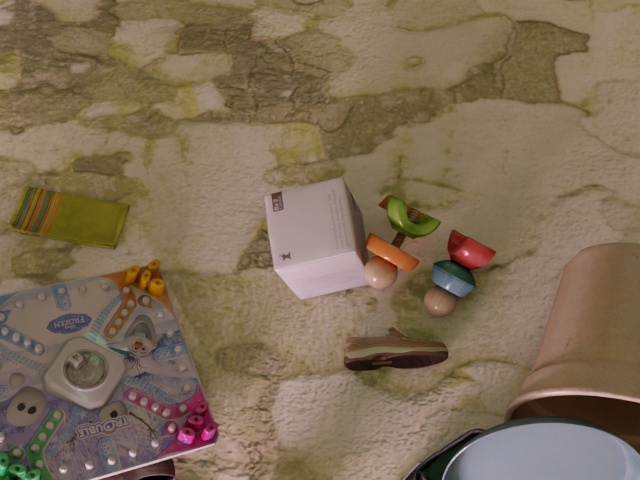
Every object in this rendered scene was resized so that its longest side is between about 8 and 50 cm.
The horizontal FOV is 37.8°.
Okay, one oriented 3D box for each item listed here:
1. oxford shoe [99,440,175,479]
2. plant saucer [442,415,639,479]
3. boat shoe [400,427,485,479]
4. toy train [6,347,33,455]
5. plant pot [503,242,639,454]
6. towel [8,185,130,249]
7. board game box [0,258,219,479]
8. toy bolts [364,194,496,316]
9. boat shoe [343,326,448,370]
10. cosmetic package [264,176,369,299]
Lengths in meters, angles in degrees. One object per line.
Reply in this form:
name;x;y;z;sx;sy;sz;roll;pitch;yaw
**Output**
oxford shoe;-0.383;0.445;1.638;0.271;0.097;0.098;-32;52;-8
plant saucer;0.350;0.374;1.478;0.318;0.317;0.043;-3;40;8
boat shoe;0.178;0.430;1.570;0.301;0.102;0.108;-39;68;-8
toy train;-0.582;0.331;1.700;0.190;0.142;0.333;-17;58;8
plant pot;0.491;0.184;1.526;0.334;0.333;0.305;10;60;13
towel;-0.514;-0.048;1.911;0.237;0.021;0.102;10;71;12
board game box;-0.419;0.230;1.671;0.390;0.050;0.389;-11;60;-24
toy bolts;0.178;0.033;1.719;0.229;0.218;0.158;28;93;-11
boat shoe;0.135;0.190;1.696;0.190;0.068;0.072;-3;57;8
cosmetic package;0.000;0.000;1.720;0.152;0.183;0.151;-13;68;9
